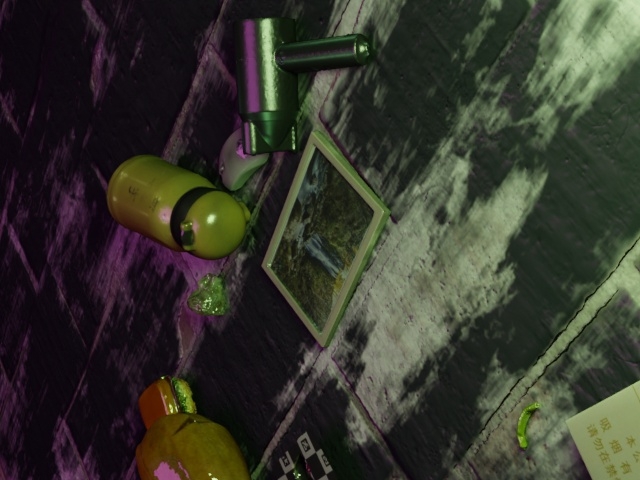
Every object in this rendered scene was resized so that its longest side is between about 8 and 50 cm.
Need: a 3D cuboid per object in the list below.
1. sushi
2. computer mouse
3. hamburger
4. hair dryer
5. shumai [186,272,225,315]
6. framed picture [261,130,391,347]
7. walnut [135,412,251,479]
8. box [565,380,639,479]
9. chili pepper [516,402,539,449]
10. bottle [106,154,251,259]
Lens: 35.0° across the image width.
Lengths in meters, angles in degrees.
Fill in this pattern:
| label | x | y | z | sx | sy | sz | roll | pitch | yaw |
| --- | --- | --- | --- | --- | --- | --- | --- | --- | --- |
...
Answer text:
| label | x | y | z | sx | sy | sz | roll | pitch | yaw |
| --- | --- | --- | --- | --- | --- | --- | --- | --- | --- |
| sushi | 0.012 | 0.464 | 1.854 | 0.215 | 0.050 | 0.192 | 60 | 141 | 20 |
| computer mouse | -0.163 | -0.162 | 1.989 | 0.181 | 0.056 | 0.089 | -43 | 57 | 48 |
| hamburger | -0.339 | 0.376 | 2.280 | 0.166 | 0.087 | 0.137 | -37 | 67 | 51 |
| hair dryer | -0.029 | -0.271 | 1.764 | 0.302 | 0.116 | 0.244 | 3 | 100 | 46 |
| shumai | -0.232 | 0.109 | 2.111 | 0.083 | 0.082 | 0.080 | 22 | 113 | 24 |
| framed picture | 0.000 | 0.000 | 1.824 | 0.240 | 0.020 | 0.324 | 52 | 133 | 34 |
| walnut | -0.239 | 0.496 | 2.081 | 0.336 | 0.209 | 0.209 | 49 | 132 | 24 |
| box | 0.466 | 0.240 | 1.208 | 0.365 | 0.051 | 0.205 | -45 | 60 | 47 |
| chili pepper | 0.299 | 0.265 | 1.467 | 0.030 | 0.017 | 0.083 | 31 | 122 | 46 |
| bottle | -0.283 | -0.058 | 2.075 | 0.351 | 0.171 | 0.172 | 24 | 114 | 47 |
